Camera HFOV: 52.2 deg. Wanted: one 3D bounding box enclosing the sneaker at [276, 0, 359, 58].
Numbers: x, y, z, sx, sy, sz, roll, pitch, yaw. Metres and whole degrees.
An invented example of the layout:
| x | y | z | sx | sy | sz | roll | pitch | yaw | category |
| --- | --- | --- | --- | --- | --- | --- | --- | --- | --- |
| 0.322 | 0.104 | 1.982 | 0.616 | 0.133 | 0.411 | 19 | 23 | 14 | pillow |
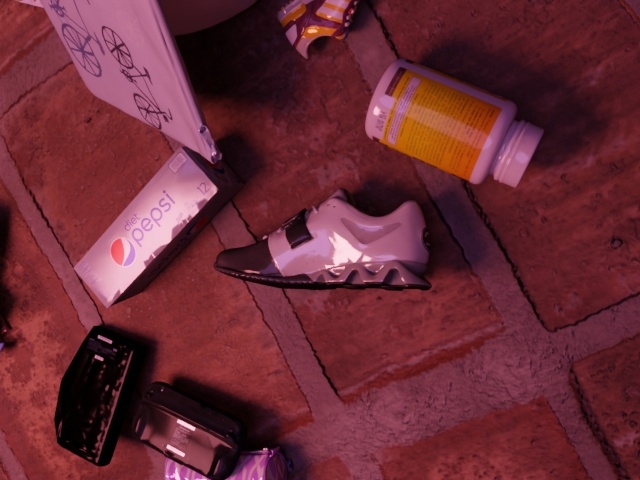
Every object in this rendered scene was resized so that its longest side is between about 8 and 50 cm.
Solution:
| x | y | z | sx | sy | sz | roll | pitch | yaw | category |
| --- | --- | --- | --- | --- | --- | --- | --- | --- | --- |
| 0.032 | -0.330 | 0.912 | 0.186 | 0.069 | 0.083 | -28 | 99 | 26 | sneaker |

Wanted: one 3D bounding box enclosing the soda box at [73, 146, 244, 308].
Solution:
| x | y | z | sx | sy | sz | roll | pitch | yaw | category |
| --- | --- | --- | --- | --- | --- | --- | --- | --- | --- |
| -0.257 | -0.022 | 1.037 | 0.286 | 0.098 | 0.091 | -44 | 85 | 20 | soda box |

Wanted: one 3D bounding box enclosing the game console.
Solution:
| x | y | z | sx | sy | sz | roll | pitch | yaw | category |
| --- | --- | --- | --- | --- | --- | --- | --- | --- | --- |
| -0.292 | 0.298 | 1.091 | 0.362 | 0.044 | 0.213 | 19 | 92 | 22 | game console |

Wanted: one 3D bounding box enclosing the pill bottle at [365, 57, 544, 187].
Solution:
| x | y | z | sx | sy | sz | roll | pitch | yaw | category |
| --- | --- | --- | --- | --- | --- | --- | --- | --- | --- |
| 0.176 | -0.150 | 0.863 | 0.215 | 0.117 | 0.117 | 26 | 106 | 13 | pill bottle |

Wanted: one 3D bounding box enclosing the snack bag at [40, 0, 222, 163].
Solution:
| x | y | z | sx | sy | sz | roll | pitch | yaw | category |
| --- | --- | --- | --- | --- | --- | --- | --- | --- | --- |
| -0.281 | -0.286 | 0.880 | 0.343 | 0.037 | 0.323 | 31 | 151 | 32 | snack bag |

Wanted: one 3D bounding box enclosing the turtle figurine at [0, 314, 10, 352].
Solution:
| x | y | z | sx | sy | sz | roll | pitch | yaw | category |
| --- | --- | --- | --- | --- | --- | --- | --- | --- | --- |
| -0.674 | 0.089 | 1.122 | 0.275 | 0.198 | 0.266 | 9 | 84 | -25 | turtle figurine |

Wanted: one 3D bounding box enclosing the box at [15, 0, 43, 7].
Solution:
| x | y | z | sx | sy | sz | roll | pitch | yaw | category |
| --- | --- | --- | --- | --- | --- | --- | --- | --- | --- |
| -0.413 | -0.441 | 1.021 | 0.233 | 0.044 | 0.159 | 14 | 105 | 4 | box |

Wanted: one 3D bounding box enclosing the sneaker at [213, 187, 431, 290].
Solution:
| x | y | z | sx | sy | sz | roll | pitch | yaw | category |
| --- | --- | --- | --- | --- | --- | --- | --- | --- | --- |
| 0.000 | 0.000 | 0.960 | 0.331 | 0.122 | 0.146 | -2 | 81 | 19 | sneaker |

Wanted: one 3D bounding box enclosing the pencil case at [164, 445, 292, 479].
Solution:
| x | y | z | sx | sy | sz | roll | pitch | yaw | category |
| --- | --- | --- | --- | --- | --- | --- | --- | --- | --- |
| -0.156 | 0.383 | 1.080 | 0.206 | 0.086 | 0.088 | -6 | 98 | 19 | pencil case |

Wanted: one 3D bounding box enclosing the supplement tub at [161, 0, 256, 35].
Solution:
| x | y | z | sx | sy | sz | roll | pitch | yaw | category |
| --- | --- | --- | --- | --- | --- | --- | --- | --- | --- |
| -0.215 | -0.473 | 0.870 | 0.241 | 0.241 | 0.331 | -25 | 91 | 20 | supplement tub |
